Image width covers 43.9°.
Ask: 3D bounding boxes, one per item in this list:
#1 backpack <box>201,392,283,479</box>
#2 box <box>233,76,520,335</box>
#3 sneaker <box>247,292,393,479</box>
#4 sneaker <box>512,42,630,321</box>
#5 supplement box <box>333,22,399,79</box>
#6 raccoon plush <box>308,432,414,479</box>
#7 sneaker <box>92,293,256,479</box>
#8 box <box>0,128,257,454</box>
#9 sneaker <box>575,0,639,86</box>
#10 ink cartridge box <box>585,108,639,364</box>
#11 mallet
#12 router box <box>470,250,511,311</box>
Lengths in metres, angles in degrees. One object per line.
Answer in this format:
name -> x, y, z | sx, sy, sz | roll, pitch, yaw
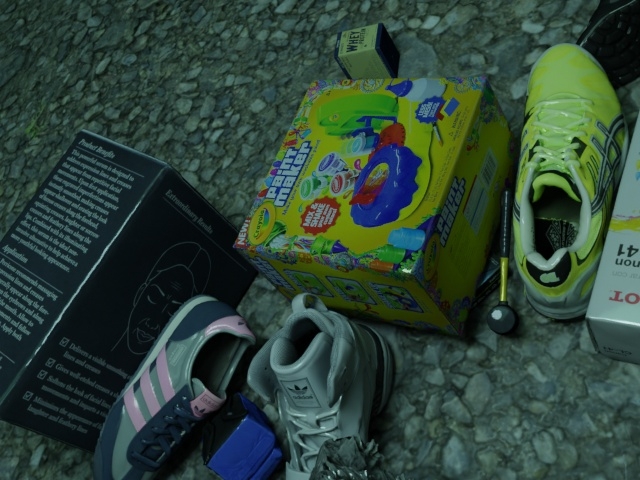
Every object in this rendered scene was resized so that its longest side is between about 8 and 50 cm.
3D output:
backpack -> -0.111, 0.276, 1.093 | 0.098, 0.101, 0.120 | -45, 19, -4
box -> 0.084, -0.054, 1.086 | 0.279, 0.177, 0.290 | 6, 63, 35
sneaker -> -0.008, 0.248, 0.981 | 0.137, 0.210, 0.366 | -5, 61, 26
sneaker -> 0.324, -0.096, 1.025 | 0.145, 0.147, 0.385 | -4, 68, 22
supplement box -> 0.079, -0.313, 1.344 | 0.083, 0.083, 0.056 | -6, 59, 26
raccoon plush -> 0.109, 0.363, 0.730 | 0.299, 0.446, 0.216 | 18, 100, 1
sneaker -> -0.203, 0.231, 1.107 | 0.131, 0.112, 0.319 | 19, 80, 48
box -> -0.318, 0.090, 1.187 | 0.212, 0.293, 0.396 | 24, 75, 35
sneaker -> 0.457, -0.337, 1.170 | 0.283, 0.107, 0.124 | -47, 24, 4
ink cartridge box -> 0.463, -0.003, 0.930 | 0.226, 0.131, 0.306 | 9, 66, 32
mallet -> 0.238, 0.030, 1.027 | 0.039, 0.062, 0.190 | 1, 91, 18
router box -> 0.190, 0.036, 1.110 | 0.092, 0.038, 0.122 | -43, 52, -2
